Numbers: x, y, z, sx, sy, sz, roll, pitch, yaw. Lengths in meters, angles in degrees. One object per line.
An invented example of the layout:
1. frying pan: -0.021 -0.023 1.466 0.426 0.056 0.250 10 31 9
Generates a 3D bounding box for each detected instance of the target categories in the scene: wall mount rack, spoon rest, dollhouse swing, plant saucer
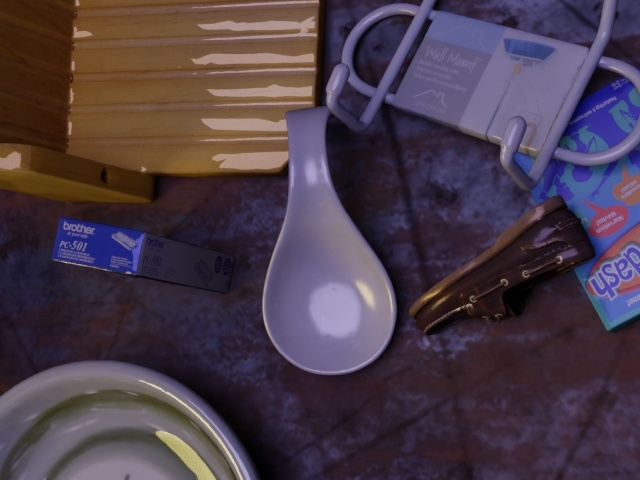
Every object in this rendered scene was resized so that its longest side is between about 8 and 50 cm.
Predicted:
1. wall mount rack: 0.167 -0.221 1.252 0.350 0.130 0.304 22 81 32
2. spoon rest: 0.000 0.000 1.314 0.137 0.084 0.276 -7 90 8
3. dollhouse swing: -0.201 -0.227 1.343 0.305 0.315 0.346 -1 83 31
4. plant saucer: -0.219 0.326 1.365 0.400 0.100 0.400 -2 83 20

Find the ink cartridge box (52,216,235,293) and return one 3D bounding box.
1. ink cartridge box: -0.176 0.017 1.329 0.097 0.207 0.046 10 87 21

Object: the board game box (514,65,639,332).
1. board game box: 0.298 -0.040 1.246 0.160 0.047 0.210 -31 74 14

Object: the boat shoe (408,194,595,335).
1. boat shoe: 0.171 0.042 1.248 0.207 0.073 0.073 -41 75 36
